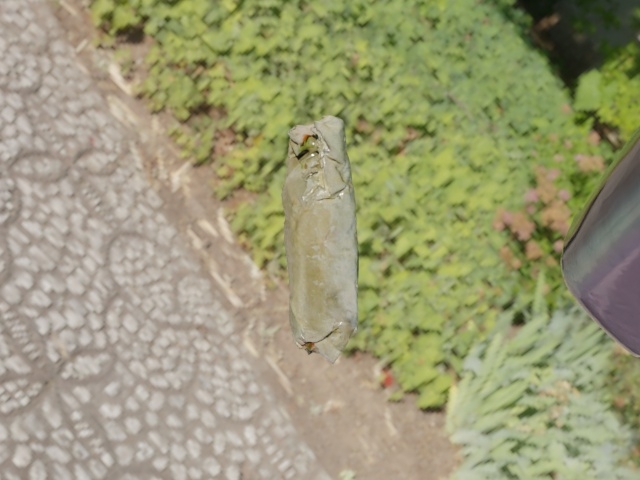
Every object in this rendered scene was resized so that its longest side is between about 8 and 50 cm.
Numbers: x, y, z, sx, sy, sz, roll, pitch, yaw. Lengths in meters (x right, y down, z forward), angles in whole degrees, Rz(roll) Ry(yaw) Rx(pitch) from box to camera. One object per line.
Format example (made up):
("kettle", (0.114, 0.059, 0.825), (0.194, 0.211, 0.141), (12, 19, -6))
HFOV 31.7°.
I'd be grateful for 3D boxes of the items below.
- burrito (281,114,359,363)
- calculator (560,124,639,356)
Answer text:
("burrito", (-0.001, 0.000, 0.859), (0.045, 0.058, 0.188), (-10, 98, -60))
("calculator", (0.177, 0.000, 0.336), (0.173, 0.051, 0.293), (30, -21, 6))
